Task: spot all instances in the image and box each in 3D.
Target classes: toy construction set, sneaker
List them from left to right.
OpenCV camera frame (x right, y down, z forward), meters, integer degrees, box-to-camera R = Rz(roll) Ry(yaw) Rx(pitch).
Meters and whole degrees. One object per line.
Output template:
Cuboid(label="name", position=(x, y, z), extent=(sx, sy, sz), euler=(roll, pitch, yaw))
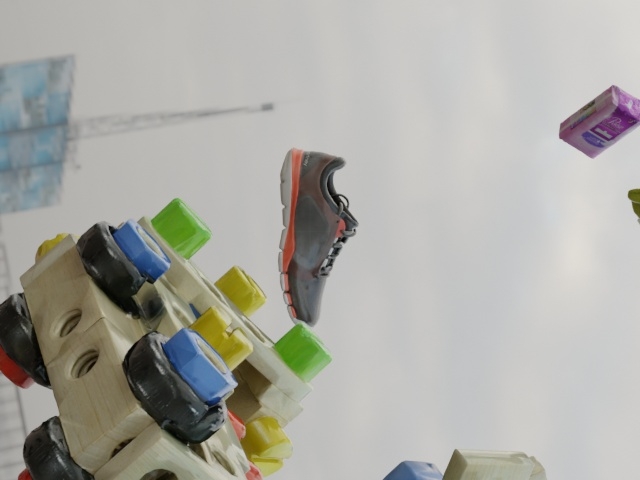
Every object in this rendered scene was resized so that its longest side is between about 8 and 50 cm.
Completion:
Cuboid(label="toy construction set", position=(-0.042, 0.091, 0.621), extent=(0.215, 0.151, 0.327), euler=(47, -10, -35))
Cuboid(label="sneaker", position=(0.000, 0.000, 1.116), extent=(0.061, 0.065, 0.158), euler=(-48, 138, -77))

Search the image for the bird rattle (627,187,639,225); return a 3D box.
Cuboid(label="bird rattle", position=(0.386, -0.034, 1.058), extent=(0.253, 0.207, 0.143), euler=(-24, -80, 41))

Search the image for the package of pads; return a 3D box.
Cuboid(label="package of pads", position=(0.295, -0.123, 1.368), extent=(0.083, 0.050, 0.032), euler=(-39, -145, 45))
